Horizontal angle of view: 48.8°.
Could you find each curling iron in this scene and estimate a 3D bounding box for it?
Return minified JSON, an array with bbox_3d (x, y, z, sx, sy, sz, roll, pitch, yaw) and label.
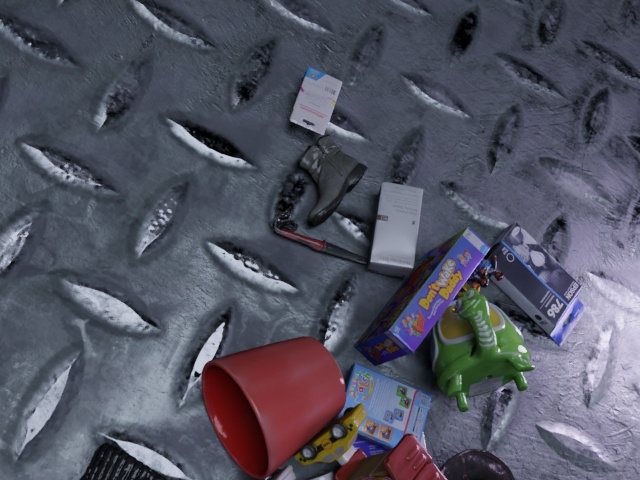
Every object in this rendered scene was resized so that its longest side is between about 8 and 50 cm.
[{"bbox_3d":[0.000,0.000,1.819,0.274,0.035,0.068,25,67,-9],"label":"curling iron"}]

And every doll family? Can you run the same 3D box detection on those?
[{"bbox_3d":[0.409,0.114,1.881,0.111,0.076,0.193,34,93,16],"label":"doll family"}]

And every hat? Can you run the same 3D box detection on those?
[{"bbox_3d":[0.328,0.652,1.667,0.331,0.134,0.332,13,69,-35],"label":"hat"}]

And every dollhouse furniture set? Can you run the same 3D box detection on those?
[{"bbox_3d":[0.075,0.581,1.454,0.374,0.201,0.152,-35,90,-42],"label":"dollhouse furniture set"}]

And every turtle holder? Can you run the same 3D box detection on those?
[{"bbox_3d":[0.365,0.257,1.725,0.320,0.243,0.228,29,36,-47],"label":"turtle holder"}]

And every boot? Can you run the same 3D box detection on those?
[{"bbox_3d":[-0.001,-0.159,1.857,0.161,0.083,0.246,37,60,3],"label":"boot"},{"bbox_3d":[-0.371,0.600,1.412,0.348,0.131,0.260,39,56,-4],"label":"boot"}]

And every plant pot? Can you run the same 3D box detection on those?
[{"bbox_3d":[-0.094,0.348,1.570,0.243,0.275,0.275,-22,81,-34],"label":"plant pot"}]

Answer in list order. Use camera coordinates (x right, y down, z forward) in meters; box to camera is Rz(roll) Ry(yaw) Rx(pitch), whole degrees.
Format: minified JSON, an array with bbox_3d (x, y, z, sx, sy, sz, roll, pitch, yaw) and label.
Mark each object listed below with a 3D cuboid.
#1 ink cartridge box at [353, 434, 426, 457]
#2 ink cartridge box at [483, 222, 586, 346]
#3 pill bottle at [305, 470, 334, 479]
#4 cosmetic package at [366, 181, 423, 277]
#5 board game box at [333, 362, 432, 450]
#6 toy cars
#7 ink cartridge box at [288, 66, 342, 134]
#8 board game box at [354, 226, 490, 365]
[{"bbox_3d":[0.159,0.513,1.701,0.206,0.045,0.208,-1,71,-19],"label":"ink cartridge box"},{"bbox_3d":[0.608,0.122,1.970,0.332,0.065,0.165,44,65,-2],"label":"ink cartridge box"},{"bbox_3d":[0.022,0.616,1.596,0.094,0.094,0.170,-13,76,-22],"label":"pill bottle"},{"bbox_3d":[0.196,-0.028,1.856,0.117,0.085,0.231,9,68,0],"label":"cosmetic package"},{"bbox_3d":[0.150,0.408,1.694,0.211,0.039,0.160,25,63,-8],"label":"board game box"},{"bbox_3d":[-0.041,0.511,1.544,0.393,0.176,0.087,-37,84,-18],"label":"toy cars"},{"bbox_3d":[-0.019,-0.366,1.915,0.104,0.061,0.181,22,67,-10],"label":"ink cartridge box"},{"bbox_3d":[0.249,0.142,1.749,0.078,0.233,0.347,42,65,-2],"label":"board game box"}]
